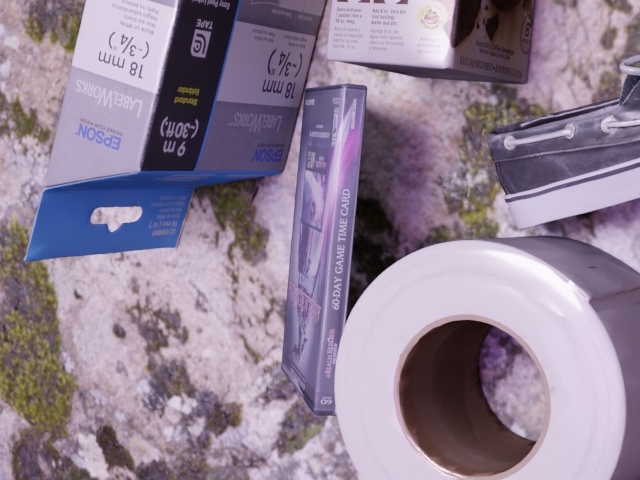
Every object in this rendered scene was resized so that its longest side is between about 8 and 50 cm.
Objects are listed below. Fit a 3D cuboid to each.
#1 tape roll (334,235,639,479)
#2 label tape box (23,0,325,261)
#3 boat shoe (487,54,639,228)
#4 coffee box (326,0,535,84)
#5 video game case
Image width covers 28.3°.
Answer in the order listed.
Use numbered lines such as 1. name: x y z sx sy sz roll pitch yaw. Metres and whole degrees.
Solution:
1. tape roll: 0.155 0.118 1.042 0.246 0.169 0.246 1 93 31
2. label tape box: -0.119 -0.129 1.152 0.106 0.240 0.334 21 102 26
3. boat shoe: 0.274 -0.101 1.000 0.306 0.113 0.105 -18 96 39
4. coffee box: 0.107 -0.287 1.058 0.119 0.168 0.297 8 96 29
5. video game case: 0.000 0.000 1.131 0.026 0.196 0.274 5 95 -10
